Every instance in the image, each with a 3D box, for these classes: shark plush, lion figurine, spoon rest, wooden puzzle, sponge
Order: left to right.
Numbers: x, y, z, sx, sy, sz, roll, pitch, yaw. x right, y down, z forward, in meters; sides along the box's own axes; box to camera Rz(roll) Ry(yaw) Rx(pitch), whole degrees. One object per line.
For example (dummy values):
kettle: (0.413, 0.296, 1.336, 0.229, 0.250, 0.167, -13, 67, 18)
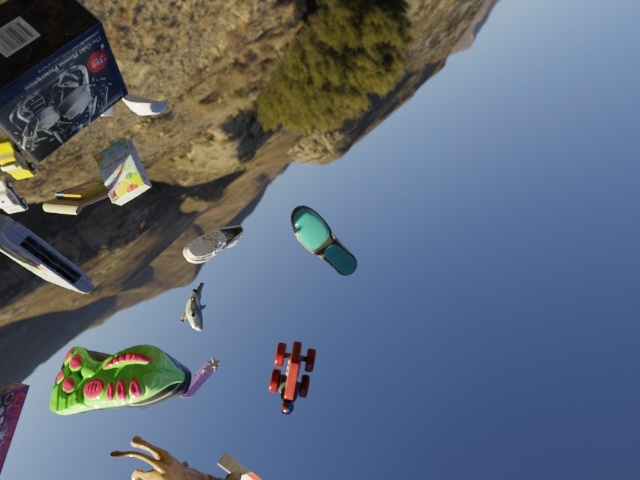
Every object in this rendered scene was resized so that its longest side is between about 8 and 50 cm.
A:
wooden puzzle: (-0.736, -0.162, 1.348, 0.221, 0.044, 0.239, 6, -145, 32)
spoon rest: (-0.686, -0.500, 1.530, 0.276, 0.084, 0.137, 3, -160, 19)
lion figurine: (-0.411, 0.712, 1.246, 0.240, 0.392, 0.142, -3, -125, 38)
shark plush: (-0.414, 0.219, 1.401, 0.073, 0.067, 0.161, -37, -138, 27)
sponge: (-0.613, 0.703, 2.126, 0.210, 0.031, 0.117, -49, 161, -8)

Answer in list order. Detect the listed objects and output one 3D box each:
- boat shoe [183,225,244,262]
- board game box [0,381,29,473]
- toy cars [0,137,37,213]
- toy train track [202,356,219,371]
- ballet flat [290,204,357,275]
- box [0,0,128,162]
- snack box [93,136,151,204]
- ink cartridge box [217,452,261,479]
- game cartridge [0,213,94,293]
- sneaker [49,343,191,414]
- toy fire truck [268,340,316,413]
boat shoe: (-0.404, -0.002, 1.614, 0.096, 0.098, 0.277, -38, 179, 37)
board game box: (-0.954, 0.594, 1.174, 0.208, 0.056, 0.347, 134, -30, -81)
toy cars: (-1.339, -0.255, 1.800, 0.394, 0.176, 0.087, -51, -148, 31)
toy train track: (-0.351, 0.406, 1.361, 0.014, 0.048, 0.083, -11, 179, 23)
ballet flat: (0.000, 0.000, 1.384, 0.107, 0.316, 0.106, -40, -154, -2)
box: (-0.727, -0.430, 1.103, 0.343, 0.179, 0.312, -48, -179, -18)
snack box: (-0.502, -0.175, 1.063, 0.100, 0.141, 0.037, -28, 168, 7)
ink cartridge box: (-0.269, 0.931, 1.622, 0.232, 0.189, 0.066, 17, -126, 40)
game cartridge: (-0.751, 0.033, 1.089, 0.196, 0.294, 0.060, 15, -120, 28)
sneaker: (-0.547, 0.387, 1.129, 0.482, 0.202, 0.185, -9, -122, 31)
toy fire truck: (-0.124, 0.579, 1.740, 0.254, 0.169, 0.302, -81, -178, -80)
